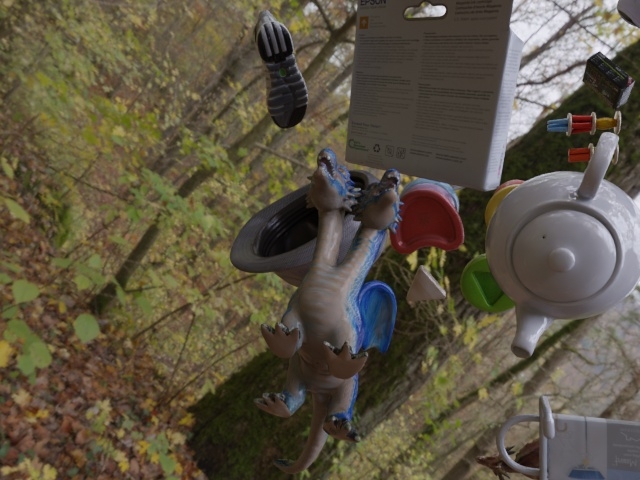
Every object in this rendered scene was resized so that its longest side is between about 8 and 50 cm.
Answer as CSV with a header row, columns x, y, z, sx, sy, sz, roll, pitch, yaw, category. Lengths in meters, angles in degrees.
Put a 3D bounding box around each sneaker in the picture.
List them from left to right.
x,y,z,sx,sy,sz,roll,pitch,yaw,category
-0.084,-0.349,0.978,0.229,0.086,0.132,83,-10,-49,sneaker

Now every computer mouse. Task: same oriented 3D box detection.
x,y,z,sx,sy,sz,roll,pitch,yaw,category
0.621,-0.398,0.881,0.042,0.106,0.193,-7,52,-52,computer mouse

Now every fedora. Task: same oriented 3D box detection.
x,y,z,sx,sy,sz,roll,pitch,yaw,category
0.000,0.000,0.807,0.124,0.275,0.244,56,19,-26,fedora

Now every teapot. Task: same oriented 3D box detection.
x,y,z,sx,sy,sz,roll,pitch,yaw,category
0.370,0.008,0.740,0.187,0.252,0.256,-13,78,-63,teapot

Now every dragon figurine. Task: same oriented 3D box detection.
x,y,z,sx,sy,sz,roll,pitch,yaw,category
0.013,0.075,0.400,0.085,0.289,0.144,12,37,16,dragon figurine

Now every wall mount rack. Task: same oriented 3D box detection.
x,y,z,sx,sy,sz,roll,pitch,yaw,category
0.473,0.419,0.792,0.349,0.305,0.130,-1,3,19,wall mount rack

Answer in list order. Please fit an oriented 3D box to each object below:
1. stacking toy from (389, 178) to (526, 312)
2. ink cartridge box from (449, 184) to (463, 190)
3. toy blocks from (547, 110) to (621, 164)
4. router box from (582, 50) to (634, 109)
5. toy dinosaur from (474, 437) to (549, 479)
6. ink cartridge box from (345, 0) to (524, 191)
x,y,z,sx,sy,sz,roll,pitch,yaw,category
0.311,-0.004,1.043,0.308,0.280,0.130,3,24,17,stacking toy
0.332,-0.197,1.220,0.135,0.056,0.099,-93,163,-65,ink cartridge box
0.612,-0.236,1.141,0.148,0.123,0.054,2,17,23,toy blocks
0.716,-0.398,1.214,0.123,0.038,0.092,59,7,25,router box
0.571,0.578,1.294,0.200,0.296,0.127,24,30,-14,toy dinosaur
0.193,-0.283,0.892,0.071,0.331,0.324,-13,25,-43,ink cartridge box
